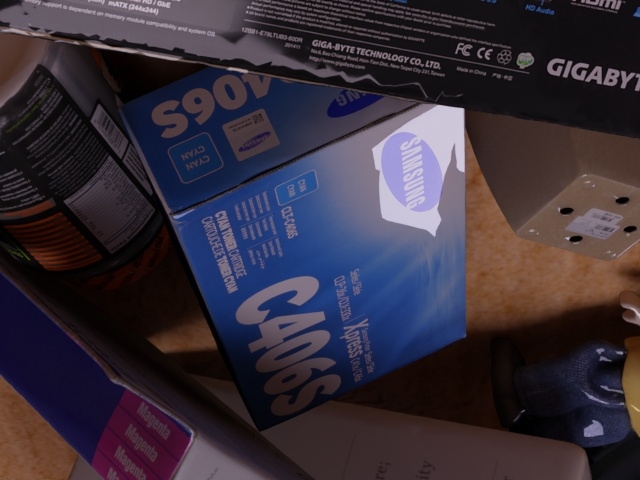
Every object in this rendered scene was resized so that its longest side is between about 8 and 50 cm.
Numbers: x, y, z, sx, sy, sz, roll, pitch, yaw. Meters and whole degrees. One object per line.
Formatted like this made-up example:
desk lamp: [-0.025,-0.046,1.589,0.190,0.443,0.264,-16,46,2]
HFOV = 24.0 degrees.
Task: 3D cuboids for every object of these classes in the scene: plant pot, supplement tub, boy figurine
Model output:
plant pot: [0.161,-0.052,0.900,0.109,0.096,0.109,14,144,-24]
supplement tub: [-0.158,-0.054,0.860,0.117,0.117,0.190,-11,147,15]
boy figurine: [0.273,0.095,1.144,0.285,0.092,0.177,-16,131,17]

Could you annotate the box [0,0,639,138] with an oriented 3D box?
box: [0.041,-0.199,0.560,0.295,0.073,0.293,8,115,-17]

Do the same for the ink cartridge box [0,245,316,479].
ink cartridge box: [-0.135,0.095,0.953,0.071,0.324,0.330,-53,138,-3]

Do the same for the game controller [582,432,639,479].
game controller: [0.284,0.198,1.354,0.166,0.067,0.319,0,151,-30]

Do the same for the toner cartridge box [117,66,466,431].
toner cartridge box: [0.000,0.000,0.908,0.165,0.075,0.348,-26,155,-6]

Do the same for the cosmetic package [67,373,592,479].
cosmetic package: [0.000,0.335,1.206,0.393,0.329,0.327,9,152,18]
